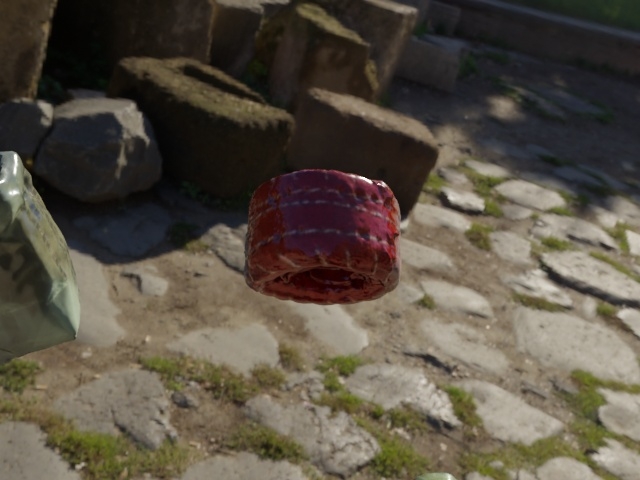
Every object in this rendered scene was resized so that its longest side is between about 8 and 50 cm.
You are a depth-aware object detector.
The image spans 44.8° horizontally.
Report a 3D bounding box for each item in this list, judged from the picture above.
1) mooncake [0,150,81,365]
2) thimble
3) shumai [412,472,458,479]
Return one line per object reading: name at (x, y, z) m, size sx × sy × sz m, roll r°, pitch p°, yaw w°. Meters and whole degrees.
mooncake at (-0.224, 0.013, 0.477) m, size 0.130 × 0.125 × 0.073 m, roll -16°, pitch 34°, yaw -3°
thimble at (0.007, -0.001, 0.937) m, size 0.190 × 0.163 × 0.125 m, roll 4°, pitch 66°, yaw -14°
shumai at (0.115, 0.320, 0.702) m, size 0.204 × 0.222 × 0.272 m, roll 40°, pitch -6°, yaw 26°
